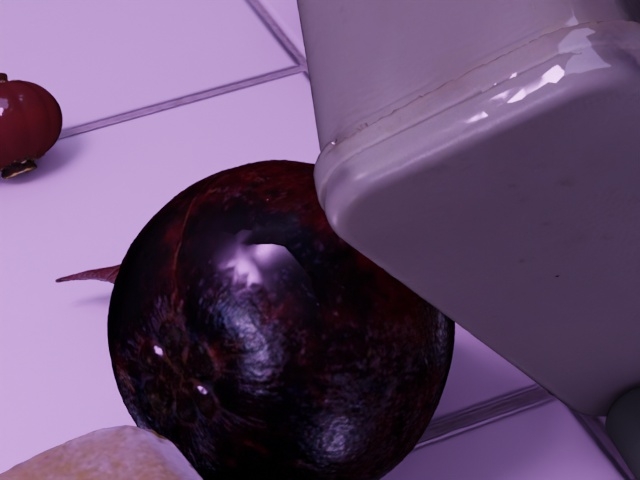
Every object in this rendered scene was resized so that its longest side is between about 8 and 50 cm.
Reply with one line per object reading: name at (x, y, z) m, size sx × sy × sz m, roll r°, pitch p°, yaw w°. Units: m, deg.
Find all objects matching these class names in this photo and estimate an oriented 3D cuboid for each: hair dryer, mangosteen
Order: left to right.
mangosteen at (-0.012, 0.052, 0.802) m, size 0.216 × 0.216 × 0.216 m, roll -5°, pitch 36°, yaw 4°
hair dryer at (0.256, 0.121, 0.806) m, size 0.150 × 0.047 × 0.071 m, roll -6°, pitch 39°, yaw -16°

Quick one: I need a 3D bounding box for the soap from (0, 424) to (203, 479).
soap at (-0.117, 0.268, 0.575) m, size 0.293 × 0.156 × 0.335 m, roll -27°, pitch 39°, yaw -17°

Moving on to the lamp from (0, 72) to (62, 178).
lamp at (-0.275, -0.100, 1.148) m, size 0.101 × 0.090 × 0.101 m, roll -16°, pitch 3°, yaw 1°

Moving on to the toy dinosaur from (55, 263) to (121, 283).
toy dinosaur at (-0.093, 0.052, 0.959) m, size 0.220 × 0.032 × 0.108 m, roll 13°, pitch 36°, yaw 10°

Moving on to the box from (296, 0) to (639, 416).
box at (0.125, -0.114, 0.790) m, size 0.177 × 0.352 × 0.343 m, roll -28°, pitch 54°, yaw 22°
